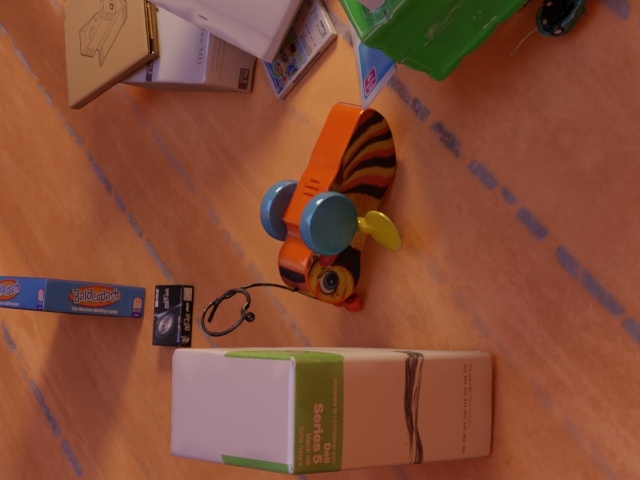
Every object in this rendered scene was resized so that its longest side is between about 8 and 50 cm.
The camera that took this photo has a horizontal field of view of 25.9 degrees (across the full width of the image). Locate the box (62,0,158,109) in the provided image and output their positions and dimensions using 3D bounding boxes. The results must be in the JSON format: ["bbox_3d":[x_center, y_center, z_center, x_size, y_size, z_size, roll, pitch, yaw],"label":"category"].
[{"bbox_3d":[-0.290,-0.290,1.899,0.201,0.021,0.164,-24,66,45],"label":"box"}]

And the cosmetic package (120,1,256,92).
[{"bbox_3d":[-0.184,-0.260,1.852,0.231,0.086,0.117,7,90,51],"label":"cosmetic package"}]

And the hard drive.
[{"bbox_3d":[-0.081,-0.397,1.679,0.203,0.040,0.307,28,108,3],"label":"hard drive"}]

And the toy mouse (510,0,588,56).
[{"bbox_3d":[0.229,-0.251,1.408,0.161,0.031,0.143,34,110,47],"label":"toy mouse"}]

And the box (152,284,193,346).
[{"bbox_3d":[-0.198,0.101,1.868,0.067,0.018,0.083,-2,84,49],"label":"box"}]

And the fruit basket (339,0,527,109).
[{"bbox_3d":[0.110,-0.358,1.428,0.327,0.165,0.353,-41,46,38],"label":"fruit basket"}]

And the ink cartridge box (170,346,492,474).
[{"bbox_3d":[0.014,0.167,1.417,0.198,0.273,0.114,-3,85,49],"label":"ink cartridge box"}]

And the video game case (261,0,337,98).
[{"bbox_3d":[-0.031,-0.247,1.727,0.122,0.011,0.087,-46,53,35],"label":"video game case"}]

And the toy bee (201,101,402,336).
[{"bbox_3d":[0.000,0.000,1.576,0.298,0.162,0.195,-45,40,5],"label":"toy bee"}]

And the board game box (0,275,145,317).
[{"bbox_3d":[-0.373,0.079,1.966,0.210,0.160,0.047,0,84,49],"label":"board game box"}]
